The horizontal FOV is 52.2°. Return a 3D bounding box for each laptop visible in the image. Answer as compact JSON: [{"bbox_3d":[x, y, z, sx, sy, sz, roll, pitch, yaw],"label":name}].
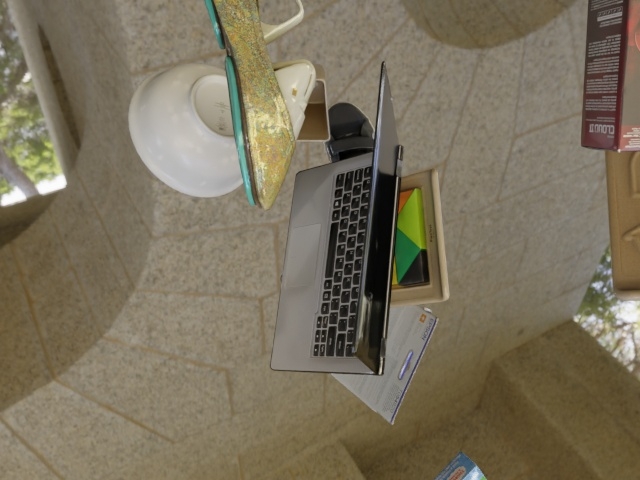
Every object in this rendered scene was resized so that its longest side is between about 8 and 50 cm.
[{"bbox_3d":[0.000,0.000,1.010,0.407,0.236,0.382,-9,-112,45],"label":"laptop"}]

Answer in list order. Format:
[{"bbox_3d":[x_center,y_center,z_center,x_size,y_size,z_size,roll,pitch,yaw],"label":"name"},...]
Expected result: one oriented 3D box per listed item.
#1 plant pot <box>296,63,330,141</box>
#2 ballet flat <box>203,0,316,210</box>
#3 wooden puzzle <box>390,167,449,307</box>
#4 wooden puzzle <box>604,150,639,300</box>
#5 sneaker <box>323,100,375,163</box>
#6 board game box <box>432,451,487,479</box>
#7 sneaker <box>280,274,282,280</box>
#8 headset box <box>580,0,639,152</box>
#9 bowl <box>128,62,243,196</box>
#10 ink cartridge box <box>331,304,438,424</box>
[{"bbox_3d":[-0.037,-0.233,1.065,0.109,0.109,0.096,0,-140,8],"label":"plant pot"},{"bbox_3d":[-0.066,-0.212,0.727,0.123,0.123,0.349,-14,-91,-15],"label":"ballet flat"},{"bbox_3d":[0.112,0.006,1.129,0.044,0.238,0.221,6,-105,-44],"label":"wooden puzzle"},{"bbox_3d":[0.610,-0.052,0.987,0.322,0.080,0.348,-4,-125,25],"label":"wooden puzzle"},{"bbox_3d":[0.085,-0.156,1.430,0.126,0.321,0.127,-15,180,-1],"label":"sneaker"},{"bbox_3d":[0.181,0.402,0.857,0.160,0.211,0.039,-42,-151,-13],"label":"board game box"},{"bbox_3d":[-0.034,0.089,1.216,0.109,0.044,0.040,33,-94,28],"label":"sneaker"},{"bbox_3d":[0.458,-0.232,0.819,0.218,0.293,0.110,-2,-168,-3],"label":"headset box"},{"bbox_3d":[-0.229,-0.249,1.342,0.297,0.134,0.298,13,-114,-33],"label":"bowl"},{"bbox_3d":[0.133,0.217,1.294,0.045,0.223,0.224,22,-176,-33],"label":"ink cartridge box"}]
